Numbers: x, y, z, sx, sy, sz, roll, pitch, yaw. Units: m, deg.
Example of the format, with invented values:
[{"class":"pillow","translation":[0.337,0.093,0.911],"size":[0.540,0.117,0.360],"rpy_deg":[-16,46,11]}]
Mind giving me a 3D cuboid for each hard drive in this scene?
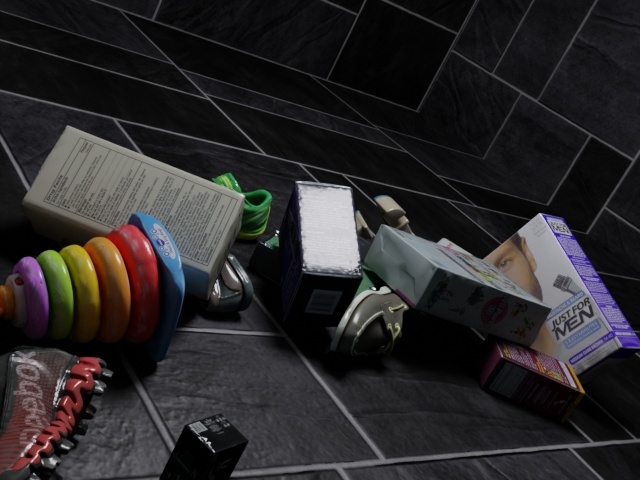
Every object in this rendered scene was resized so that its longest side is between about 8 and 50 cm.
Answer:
[{"class":"hard drive","translation":[0.018,0.045,1.662],"size":[0.237,0.064,0.339],"rpy_deg":[30,19,7]}]

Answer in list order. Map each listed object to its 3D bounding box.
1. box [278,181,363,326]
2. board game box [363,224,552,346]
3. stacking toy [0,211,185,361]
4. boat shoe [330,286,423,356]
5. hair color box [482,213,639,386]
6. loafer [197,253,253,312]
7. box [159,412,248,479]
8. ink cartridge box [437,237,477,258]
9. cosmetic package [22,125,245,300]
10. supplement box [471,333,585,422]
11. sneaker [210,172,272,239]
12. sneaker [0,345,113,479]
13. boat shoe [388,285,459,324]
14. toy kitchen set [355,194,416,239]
[{"class":"box","translation":[-0.004,0.024,1.426],"size":[0.108,0.153,0.207],"rpy_deg":[5,49,-14]},{"class":"board game box","translation":[0.268,0.087,1.607],"size":[0.303,0.097,0.224],"rpy_deg":[18,14,-29]},{"class":"stacking toy","translation":[-0.340,0.071,1.049],"size":[0.302,0.165,0.175],"rpy_deg":[-6,44,-34]},{"class":"boat shoe","translation":[0.106,0.150,1.445],"size":[0.091,0.109,0.305],"rpy_deg":[29,15,17]},{"class":"hair color box","translation":[0.510,0.132,1.750],"size":[0.110,0.185,0.339],"rpy_deg":[9,47,-43]},{"class":"loafer","translation":[-0.217,0.022,1.379],"size":[0.084,0.096,0.267],"rpy_deg":[-11,45,-43]},{"class":"box","translation":[-0.132,0.248,0.922],"size":[0.052,0.083,0.062],"rpy_deg":[37,22,28]},{"class":"ink cartridge box","translation":[0.344,0.094,1.929],"size":[0.208,0.087,0.153],"rpy_deg":[33,21,12]},{"class":"cosmetic package","translation":[-0.282,-0.039,1.262],"size":[0.296,0.153,0.129],"rpy_deg":[23,-24,0]},{"class":"supplement box","translation":[0.402,0.264,1.585],"size":[0.188,0.081,0.104],"rpy_deg":[24,20,-10]},{"class":"sneaker","translation":[-0.220,-0.081,1.578],"size":[0.295,0.123,0.109],"rpy_deg":[7,28,-43]},{"class":"sneaker","translation":[-0.310,0.187,0.825],"size":[0.135,0.097,0.276],"rpy_deg":[25,18,-9]},{"class":"boat shoe","translation":[0.245,0.118,1.761],"size":[0.190,0.072,0.068],"rpy_deg":[24,19,-10]},{"class":"toy kitchen set","translation":[0.127,-0.005,1.938],"size":[0.122,0.166,0.207],"rpy_deg":[52,-6,49]}]
